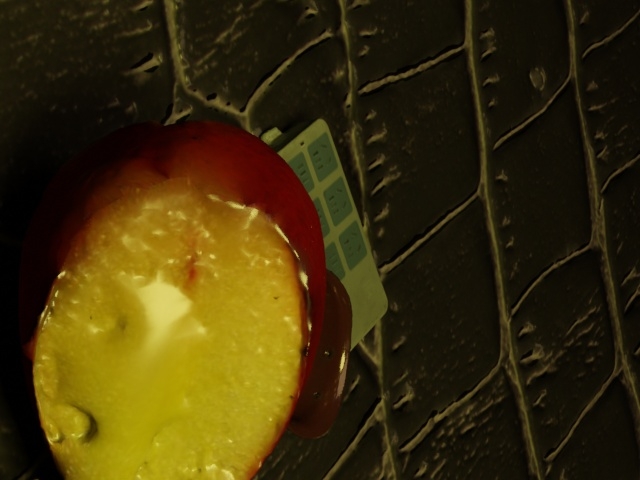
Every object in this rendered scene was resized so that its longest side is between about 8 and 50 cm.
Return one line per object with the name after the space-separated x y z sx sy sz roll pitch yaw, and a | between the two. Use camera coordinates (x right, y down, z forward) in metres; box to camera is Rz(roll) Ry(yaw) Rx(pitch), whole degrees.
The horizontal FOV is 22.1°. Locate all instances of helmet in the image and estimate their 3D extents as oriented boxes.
-0.045 0.110 1.643 0.155 0.106 0.175 -43 125 -48 | helmet

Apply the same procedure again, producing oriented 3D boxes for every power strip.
0.000 0.000 1.788 0.118 0.046 0.270 -46 123 -50 | power strip

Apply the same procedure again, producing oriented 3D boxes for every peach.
-0.131 0.073 1.382 0.281 0.281 0.338 33 58 -50 | peach

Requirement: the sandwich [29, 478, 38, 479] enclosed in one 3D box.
-0.260 0.314 1.301 0.090 0.088 0.244 33 61 -40 | sandwich
